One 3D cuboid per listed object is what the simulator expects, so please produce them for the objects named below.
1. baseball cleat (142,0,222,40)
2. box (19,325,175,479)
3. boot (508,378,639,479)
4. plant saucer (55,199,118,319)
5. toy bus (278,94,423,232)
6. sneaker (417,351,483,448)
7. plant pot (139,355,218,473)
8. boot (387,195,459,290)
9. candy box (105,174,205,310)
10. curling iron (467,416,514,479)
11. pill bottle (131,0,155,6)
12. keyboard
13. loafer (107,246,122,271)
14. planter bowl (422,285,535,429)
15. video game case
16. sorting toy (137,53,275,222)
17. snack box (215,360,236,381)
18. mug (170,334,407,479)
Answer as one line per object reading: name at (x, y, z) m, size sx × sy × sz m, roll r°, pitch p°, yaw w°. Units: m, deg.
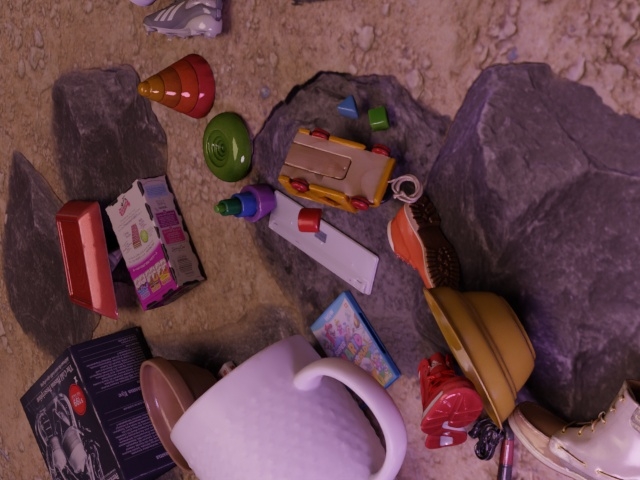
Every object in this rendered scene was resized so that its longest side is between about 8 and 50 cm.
baseball cleat at (-0.241, -0.414, 1.686) m, size 0.206 × 0.072 × 0.109 m, roll 14°, pitch 97°, yaw 40°
box at (-0.484, 0.411, 2.088) m, size 0.343 × 0.179 × 0.312 m, roll -41°, pitch 72°, yaw 46°
boot at (0.354, 0.234, 1.198) m, size 0.213 × 0.077 × 0.165 m, roll 36°, pitch 126°, yaw 29°
plant saucer at (-0.527, 0.042, 2.086) m, size 0.258 × 0.048 × 0.258 m, roll 6°, pitch 106°, yaw 61°
toy bus at (0.042, -0.094, 1.423) m, size 0.191 × 0.104 × 0.202 m, roll -26°, pitch 67°, yaw 6°
sneaker at (0.167, 0.207, 1.333) m, size 0.221 × 0.087 × 0.128 m, roll 96°, pitch 165°, yaw -60°
plant pot at (-0.255, 0.328, 1.848) m, size 0.237 × 0.110 × 0.237 m, roll 38°, pitch 138°, yaw 44°
boot at (0.149, 0.021, 1.382) m, size 0.085 × 0.059 × 0.157 m, roll -39°, pitch 63°, yaw 49°
candy box at (-0.334, 0.006, 1.890) m, size 0.159 × 0.071 × 0.233 m, roll -31°, pitch 78°, yaw 48°
curling iron at (0.255, 0.384, 1.379) m, size 0.068 × 0.035 × 0.273 m, roll 9°, pitch 107°, yaw 50°
pill bottle at (-0.281, -0.493, 1.667) m, size 0.184 × 0.103 × 0.103 m, roll -29°, pitch 79°, yaw 48°
keyboard at (0.000, 0.000, 1.570) m, size 0.256 × 0.014 × 0.072 m, roll 34°, pitch 119°, yaw 36°
loafer at (-0.459, 0.040, 2.065) m, size 0.045 × 0.039 × 0.125 m, roll 49°, pitch 155°, yaw -10°
planter bowl at (0.228, 0.137, 1.267) m, size 0.217 × 0.090 × 0.217 m, roll 63°, pitch 180°, yaw 0°
video game case at (0.055, 0.182, 1.556) m, size 0.166 × 0.015 × 0.119 m, roll 58°, pitch 136°, yaw 19°
sorting toy at (-0.217, -0.179, 1.665) m, size 0.365 × 0.126 × 0.127 m, roll 59°, pitch 135°, yaw 21°
snack box at (-0.146, 0.322, 1.809) m, size 0.178 × 0.022 × 0.064 m, roll 56°, pitch 136°, yaw 21°
mug at (-0.011, 0.334, 1.486) m, size 0.328 × 0.276 × 0.374 m, roll 50°, pitch 128°, yaw 15°
